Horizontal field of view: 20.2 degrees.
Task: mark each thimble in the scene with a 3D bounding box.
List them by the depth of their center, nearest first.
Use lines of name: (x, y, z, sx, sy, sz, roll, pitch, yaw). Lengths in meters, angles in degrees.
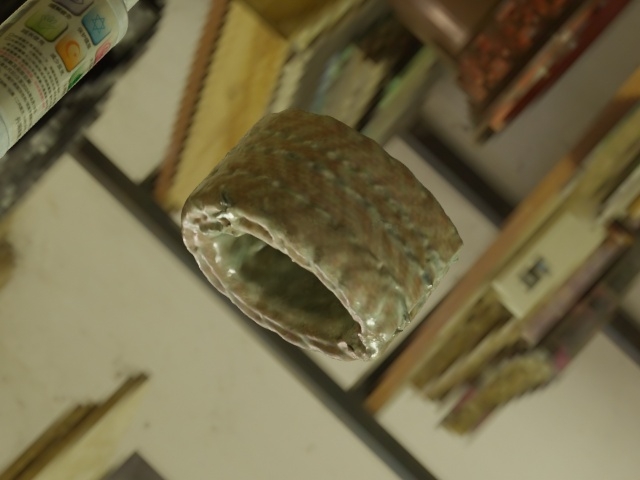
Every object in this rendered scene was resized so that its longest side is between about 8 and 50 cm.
thimble: (-0.004, 0.000, 1.636, 0.148, 0.229, 0.196, -49, 176, -26)

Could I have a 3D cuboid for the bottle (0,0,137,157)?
bottle: (-0.155, -0.129, 1.098, 0.217, 0.060, 0.060, -50, 176, -36)
